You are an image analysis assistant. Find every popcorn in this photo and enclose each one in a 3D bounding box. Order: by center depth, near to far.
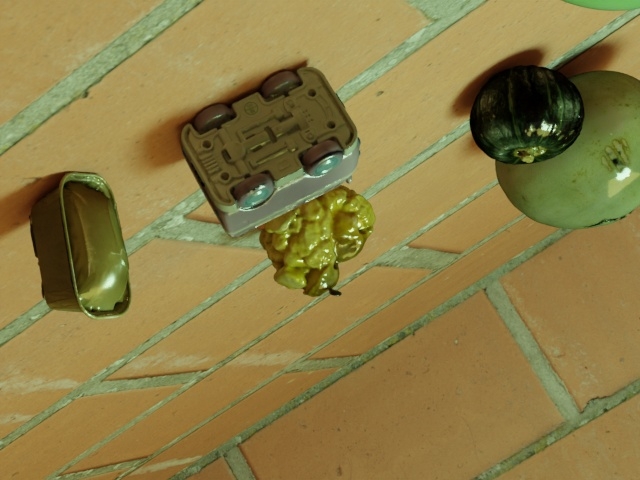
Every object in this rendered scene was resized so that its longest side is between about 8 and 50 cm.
[{"bbox_3d":[-0.015,-0.011,2.017,0.194,0.163,0.140,-59,-166,-16],"label":"popcorn"}]

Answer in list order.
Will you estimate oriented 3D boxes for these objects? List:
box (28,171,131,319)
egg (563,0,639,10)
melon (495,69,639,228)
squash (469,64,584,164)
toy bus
[{"bbox_3d":[-0.279,0.009,1.496,0.111,0.177,0.111,-12,174,-1],"label":"box"},{"bbox_3d":[0.311,-0.350,1.309,0.269,0.220,0.220,-14,160,-32],"label":"egg"},{"bbox_3d":[0.456,-0.150,2.209,0.330,0.268,0.268,-32,168,40],"label":"melon"},{"bbox_3d":[0.328,-0.199,2.017,0.193,0.156,0.193,-15,-179,0],"label":"squash"},{"bbox_3d":[-0.060,-0.110,1.570,0.202,0.142,0.142,-27,160,-9],"label":"toy bus"}]
